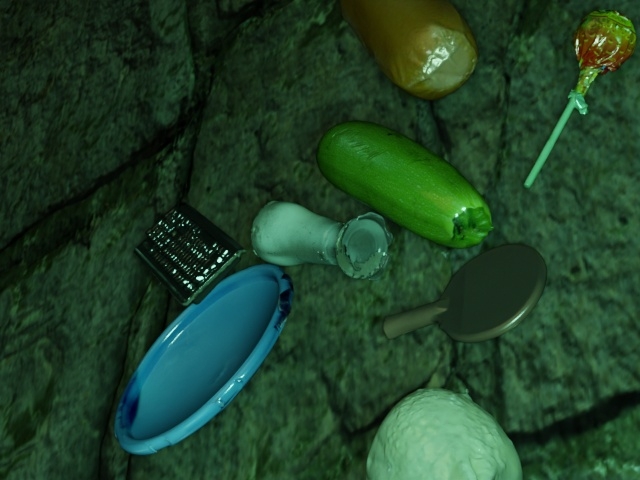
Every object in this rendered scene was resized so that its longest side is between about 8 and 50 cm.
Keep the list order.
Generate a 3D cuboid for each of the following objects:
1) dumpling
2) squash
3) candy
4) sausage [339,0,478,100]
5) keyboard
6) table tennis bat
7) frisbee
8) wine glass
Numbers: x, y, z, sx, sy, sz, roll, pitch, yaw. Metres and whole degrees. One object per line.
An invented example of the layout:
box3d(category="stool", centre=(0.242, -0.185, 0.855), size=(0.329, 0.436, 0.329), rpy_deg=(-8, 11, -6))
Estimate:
box3d(category="dumpling", centre=(0.086, 0.203, 1.324), size=(0.166, 0.126, 0.216), rpy_deg=(-56, 34, 11))
box3d(category="squash", centre=(0.074, -0.064, 1.668), size=(0.082, 0.082, 0.292), rpy_deg=(-48, 33, -5))
box3d(category="candy", centre=(0.241, -0.135, 1.603), size=(0.060, 0.060, 0.201), rpy_deg=(11, 68, 53))
box3d(category="sausage", centre=(0.093, -0.237, 1.827), size=(0.105, 0.105, 0.274), rpy_deg=(-40, 33, 7))
box3d(category="keyboard", centre=(-0.151, 0.013, 1.856), size=(0.093, 0.025, 0.230), rpy_deg=(-45, 24, -5))
box3d(category="table tennis bat", centre=(0.103, 0.025, 1.502), size=(0.169, 0.119, 0.108), rpy_deg=(-22, 38, 29))
box3d(category="frisbee", centre=(-0.111, 0.125, 1.688), size=(0.242, 0.045, 0.242), rpy_deg=(-38, 21, 18))
box3d(category="wine glass", centre=(0.000, 0.000, 1.691), size=(0.155, 0.072, 0.072), rpy_deg=(10, 60, 53))
